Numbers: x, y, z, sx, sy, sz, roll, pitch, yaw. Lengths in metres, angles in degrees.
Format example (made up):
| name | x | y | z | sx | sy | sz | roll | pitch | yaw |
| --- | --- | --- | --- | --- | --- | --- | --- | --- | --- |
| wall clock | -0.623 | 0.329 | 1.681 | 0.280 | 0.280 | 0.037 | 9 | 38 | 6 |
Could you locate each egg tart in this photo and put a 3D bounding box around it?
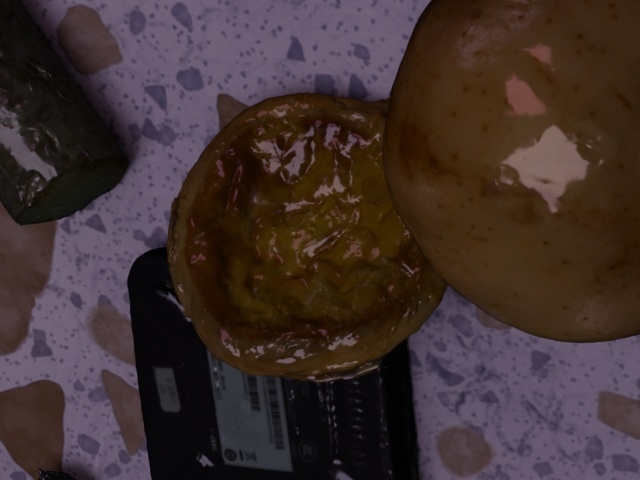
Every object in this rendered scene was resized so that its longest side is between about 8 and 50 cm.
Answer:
| name | x | y | z | sx | sy | sz | roll | pitch | yaw |
| --- | --- | --- | --- | --- | --- | --- | --- | --- | --- |
| egg tart | -0.001 | 0.004 | 1.712 | 0.341 | 0.129 | 0.341 | -7 | 66 | 15 |

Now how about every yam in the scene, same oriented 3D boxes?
| name | x | y | z | sx | sy | sz | roll | pitch | yaw |
| --- | --- | --- | --- | --- | --- | --- | --- | --- | --- |
| yam | -0.354 | -0.152 | 1.854 | 0.161 | 0.161 | 0.268 | -32 | 92 | 32 |

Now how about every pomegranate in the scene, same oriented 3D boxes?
| name | x | y | z | sx | sy | sz | roll | pitch | yaw |
| --- | --- | --- | --- | --- | --- | --- | --- | --- | --- |
| pomegranate | 0.253 | -0.084 | 1.438 | 0.410 | 0.410 | 0.410 | 10 | 114 | 22 |

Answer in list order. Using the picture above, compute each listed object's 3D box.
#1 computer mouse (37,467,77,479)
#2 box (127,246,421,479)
| name | x | y | z | sx | sy | sz | roll | pitch | yaw |
| --- | --- | --- | --- | --- | --- | --- | --- | --- | --- |
| computer mouse | -0.303 | 0.397 | 2.102 | 0.231 | 0.071 | 0.126 | 55 | 137 | 9 |
| box | -0.059 | 0.183 | 1.883 | 0.350 | 0.091 | 0.359 | 2 | 109 | 25 |
